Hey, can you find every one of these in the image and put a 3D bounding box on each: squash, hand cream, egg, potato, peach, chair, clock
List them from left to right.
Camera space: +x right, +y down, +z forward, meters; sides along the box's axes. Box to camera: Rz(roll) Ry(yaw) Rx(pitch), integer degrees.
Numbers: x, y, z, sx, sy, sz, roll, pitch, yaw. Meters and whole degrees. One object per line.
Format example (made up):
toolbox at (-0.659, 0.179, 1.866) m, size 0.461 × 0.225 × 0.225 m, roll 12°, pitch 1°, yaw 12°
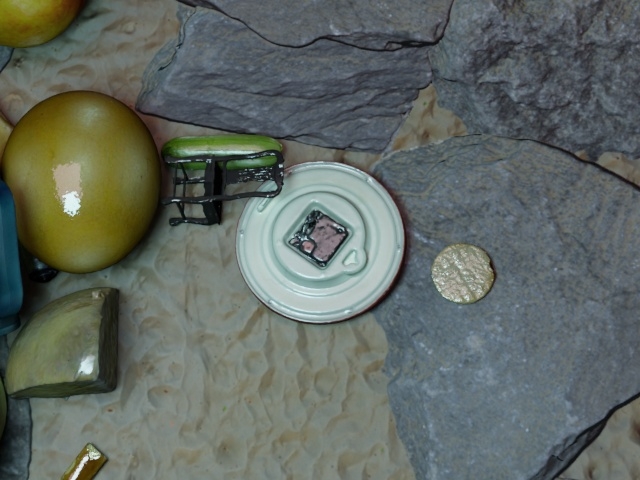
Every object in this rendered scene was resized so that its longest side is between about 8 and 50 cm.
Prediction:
peach at (-0.608, -0.537, 1.785) m, size 0.333 × 0.308 × 0.307 m, roll 8°, pitch 72°, yaw 2°
hand cream at (-0.554, -0.018, 1.739) m, size 0.086 × 0.055 × 0.235 m, roll -22°, pitch 64°, yaw -6°
potato at (-0.458, 0.164, 1.561) m, size 0.190 × 0.264 × 0.210 m, roll 0°, pitch 77°, yaw -6°
egg at (-0.428, -0.106, 1.627) m, size 0.283 × 0.282 × 0.351 m, roll -10°, pitch 59°, yaw 1°
squash at (-0.190, -0.171, 1.749) m, size 0.239 × 0.069 × 0.069 m, roll 0°, pitch 72°, yaw 5°
chair at (-0.177, -0.098, 1.694) m, size 0.229 × 0.113 × 0.106 m, roll -1°, pitch 66°, yaw 4°
clock at (0.000, 0.000, 1.672) m, size 0.319 × 0.080 × 0.318 m, roll -1°, pitch 71°, yaw 4°

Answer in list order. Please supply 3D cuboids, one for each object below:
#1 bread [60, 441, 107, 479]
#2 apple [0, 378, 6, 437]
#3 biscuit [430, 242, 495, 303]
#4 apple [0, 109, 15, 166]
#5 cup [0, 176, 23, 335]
bread at (-0.416, 0.402, 1.591) m, size 0.047 × 0.036 × 0.083 m, roll 36°, pitch 76°, yaw 6°
apple at (-0.660, 0.290, 1.506) m, size 0.292 × 0.292 × 0.254 m, roll -1°, pitch 99°, yaw 4°
biscuit at (0.262, 0.061, 1.667) m, size 0.120 × 0.015 × 0.120 m, roll -1°, pitch 72°, yaw 4°
apple at (-0.680, -0.188, 1.737) m, size 0.199 × 0.199 × 0.199 m, roll -1°, pitch 72°, yaw 4°
cup at (-0.623, 0.015, 1.464) m, size 0.242 × 0.308 × 0.291 m, roll -6°, pitch 96°, yaw -22°
